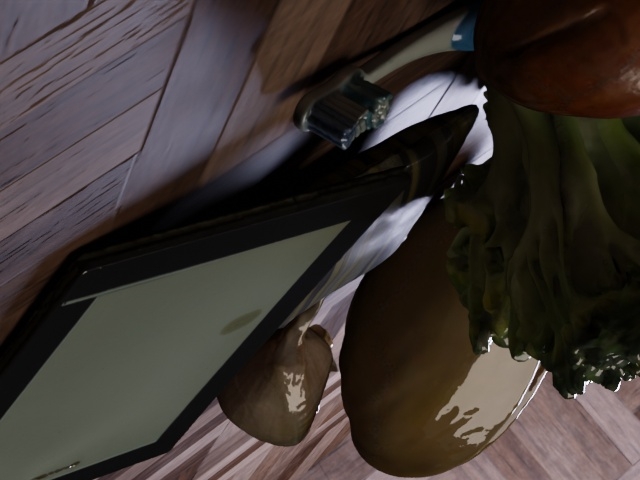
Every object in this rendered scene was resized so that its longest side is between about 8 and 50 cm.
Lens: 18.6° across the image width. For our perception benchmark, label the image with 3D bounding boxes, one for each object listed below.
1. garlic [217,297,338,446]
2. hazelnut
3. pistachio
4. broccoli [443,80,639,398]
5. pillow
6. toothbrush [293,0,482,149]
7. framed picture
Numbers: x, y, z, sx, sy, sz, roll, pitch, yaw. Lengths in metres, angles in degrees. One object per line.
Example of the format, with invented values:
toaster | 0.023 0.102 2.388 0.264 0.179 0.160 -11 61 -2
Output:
garlic | -0.029 0.109 1.683 0.128 0.090 0.198 -54 168 -14
hazelnut | 0.158 -0.126 1.081 0.150 0.150 0.150 -39 171 -8
pistachio | 0.115 0.075 1.716 0.293 0.181 0.162 -58 161 11
broccoli | 0.170 -0.041 1.320 0.248 0.245 0.288 -38 -159 -4
pillow | 0.000 0.000 1.318 0.212 0.052 0.208 -29 164 -24
toothbrush | 0.103 -0.136 1.170 0.386 0.040 0.040 -35 170 -47
framed picture | -0.119 0.080 1.203 0.265 0.016 0.347 -17 157 -43
